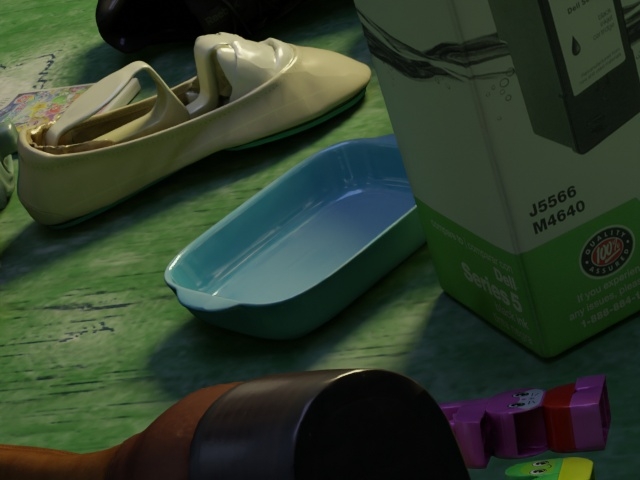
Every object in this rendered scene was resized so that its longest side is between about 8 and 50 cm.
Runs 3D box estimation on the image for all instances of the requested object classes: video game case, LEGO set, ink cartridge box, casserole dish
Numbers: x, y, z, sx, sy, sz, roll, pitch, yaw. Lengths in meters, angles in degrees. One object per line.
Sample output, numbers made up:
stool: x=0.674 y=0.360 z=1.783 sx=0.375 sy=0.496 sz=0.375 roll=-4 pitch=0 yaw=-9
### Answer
video game case: x=-0.202 y=-0.090 z=1.306 sx=0.122 sy=0.011 sz=0.087 roll=-4 pitch=30 yaw=26
LEGO set: x=0.054 y=0.121 z=0.631 sx=0.093 sy=0.087 sz=0.227 roll=-8 pitch=8 yaw=13
ink cartridge box: x=0.130 y=-0.114 z=0.857 sx=0.198 sy=0.273 sz=0.115 roll=-26 pitch=28 yaw=-15
casserole dish: x=0.000 y=0.000 z=0.986 sx=0.114 sy=0.037 sz=0.188 roll=11 pitch=40 yaw=44

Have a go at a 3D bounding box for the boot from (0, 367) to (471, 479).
boot: x=-0.052 y=0.182 z=0.562 sx=0.096 sy=0.264 sz=0.280 roll=-12 pitch=-5 yaw=-37

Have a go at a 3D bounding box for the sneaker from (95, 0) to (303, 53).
sneaker: x=-0.042 y=-0.202 z=1.340 sx=0.286 sy=0.109 sz=0.130 roll=-17 pitch=32 yaw=23

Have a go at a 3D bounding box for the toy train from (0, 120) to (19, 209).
toy train: x=-0.280 y=-0.059 z=1.098 sx=0.142 sy=0.190 sz=0.334 roll=-18 pitch=27 yaw=4

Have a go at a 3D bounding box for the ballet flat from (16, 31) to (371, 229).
ballet flat: x=-0.084 y=-0.087 z=1.151 sx=0.248 sy=0.086 sz=0.086 roll=-26 pitch=28 yaw=-15
